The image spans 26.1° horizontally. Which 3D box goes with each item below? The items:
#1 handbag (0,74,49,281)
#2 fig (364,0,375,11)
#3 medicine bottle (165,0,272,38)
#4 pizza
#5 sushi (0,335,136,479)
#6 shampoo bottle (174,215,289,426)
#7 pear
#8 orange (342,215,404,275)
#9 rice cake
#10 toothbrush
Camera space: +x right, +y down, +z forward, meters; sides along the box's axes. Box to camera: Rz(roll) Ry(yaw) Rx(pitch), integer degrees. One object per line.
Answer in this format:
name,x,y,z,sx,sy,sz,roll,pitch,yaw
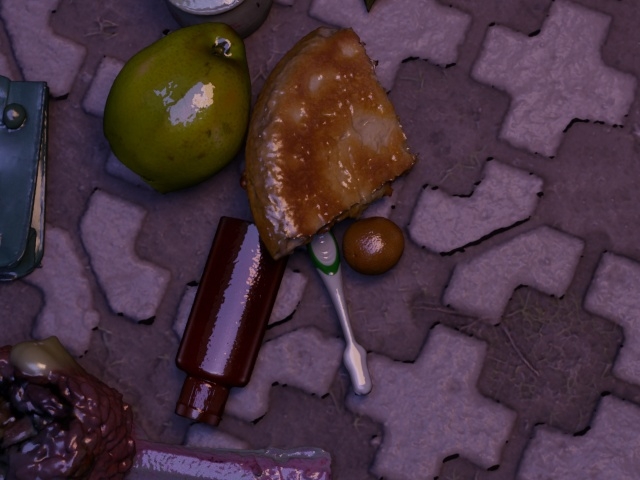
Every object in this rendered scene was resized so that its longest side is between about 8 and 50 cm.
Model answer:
handbag,-0.497,-0.088,1.806,0.269,0.100,0.274,3,81,6
fig,0.075,-0.379,1.815,0.103,0.109,0.154,9,109,-15
medicine bottle,-0.137,-0.341,1.798,0.147,0.143,0.147,-1,81,5
pizza,0.014,-0.117,1.765,0.226,0.086,0.335,19,68,-18
sushi,-0.370,0.227,1.687,0.270,0.171,0.236,27,89,24
shampoo bottle,-0.119,0.105,1.760,0.102,0.064,0.260,17,83,6
pear,-0.171,-0.174,1.747,0.187,0.187,0.219,47,105,10
orange,0.068,0.005,1.757,0.085,0.085,0.085,-1,80,5
rice cake,-0.124,0.282,1.737,0.290,0.051,0.081,8,83,6
toothbrush,0.000,-0.001,1.780,0.042,0.040,0.418,-15,79,-7
